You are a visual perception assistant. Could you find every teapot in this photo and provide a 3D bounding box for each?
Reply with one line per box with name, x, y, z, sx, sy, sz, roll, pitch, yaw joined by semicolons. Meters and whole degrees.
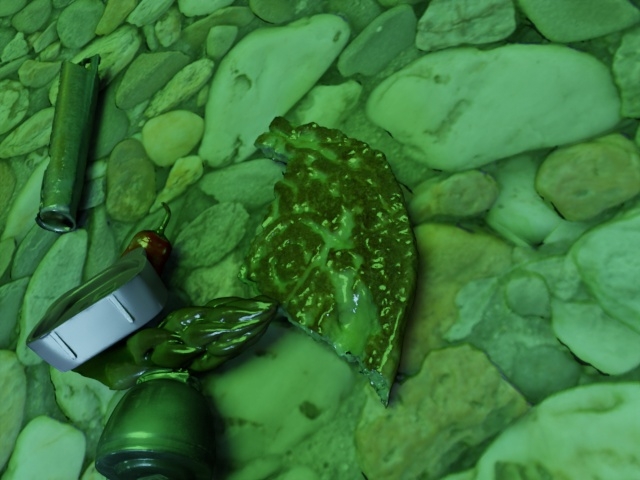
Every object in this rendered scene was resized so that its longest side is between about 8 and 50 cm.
teapot;-0.157;0.192;0.644;0.111;0.149;0.108;8;50;-6

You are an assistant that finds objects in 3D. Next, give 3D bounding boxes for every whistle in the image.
whistle;-0.377;-0.161;0.980;0.068;0.057;0.326;-15;57;18

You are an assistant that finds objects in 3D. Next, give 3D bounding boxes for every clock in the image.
clock;-0.240;0.074;0.712;0.153;0.050;0.110;-32;22;4

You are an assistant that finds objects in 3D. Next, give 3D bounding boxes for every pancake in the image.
pancake;0.003;0.002;0.679;0.197;0.054;0.376;-25;52;14

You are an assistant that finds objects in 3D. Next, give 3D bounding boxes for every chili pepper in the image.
chili pepper;-0.221;0.044;0.780;0.059;0.050;0.191;29;92;35

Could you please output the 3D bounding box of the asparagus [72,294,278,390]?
asparagus;-0.156;0.114;0.688;0.287;0.080;0.080;-24;54;26
